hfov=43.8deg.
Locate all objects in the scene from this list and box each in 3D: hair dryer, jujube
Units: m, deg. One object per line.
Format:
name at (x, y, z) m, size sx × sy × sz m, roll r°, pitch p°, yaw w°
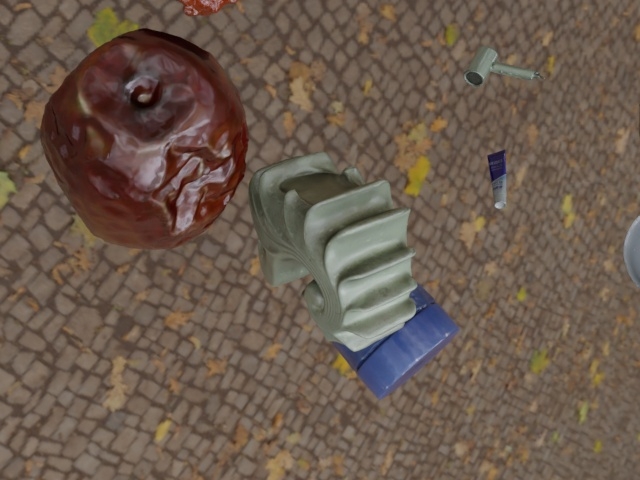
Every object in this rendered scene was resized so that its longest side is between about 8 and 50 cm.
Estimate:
hair dryer at (0.298, -0.270, 1.278) m, size 0.063 × 0.124 × 0.038 m, roll -58°, pitch 153°, yaw -24°
jujube at (-0.238, -0.127, 1.108) m, size 0.276 × 0.276 × 0.377 m, roll -50°, pitch 172°, yaw -17°

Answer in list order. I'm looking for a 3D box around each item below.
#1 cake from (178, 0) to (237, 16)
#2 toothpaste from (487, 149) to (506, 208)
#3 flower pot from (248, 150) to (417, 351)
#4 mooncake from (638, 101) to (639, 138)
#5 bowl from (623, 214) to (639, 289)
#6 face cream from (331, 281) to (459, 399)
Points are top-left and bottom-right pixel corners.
cake at (-0.220, -0.584, 1.348) m, size 0.270 × 0.269 × 0.319 m, roll -37°, pitch 125°, yaw -2°
toothpaste at (0.216, -0.076, 0.968) m, size 0.015 × 0.024 × 0.083 m, roll 44°, pitch 40°, yaw -43°
flower pot at (0.000, 0.000, 1.283) m, size 0.165 × 0.367 × 0.254 m, roll -22°, pitch 122°, yaw -25°
mooncake at (0.311, -0.123, 0.673) m, size 0.125 × 0.073 × 0.130 m, roll -65°, pitch 149°, yaw -27°
bowl at (0.584, 0.034, 1.279) m, size 0.189 × 0.189 × 0.086 m, roll -58°, pitch 157°, yaw -10°
face cream at (0.153, 0.201, 1.812) m, size 0.249 × 0.225 × 0.249 m, roll -39°, pitch 164°, yaw -13°
